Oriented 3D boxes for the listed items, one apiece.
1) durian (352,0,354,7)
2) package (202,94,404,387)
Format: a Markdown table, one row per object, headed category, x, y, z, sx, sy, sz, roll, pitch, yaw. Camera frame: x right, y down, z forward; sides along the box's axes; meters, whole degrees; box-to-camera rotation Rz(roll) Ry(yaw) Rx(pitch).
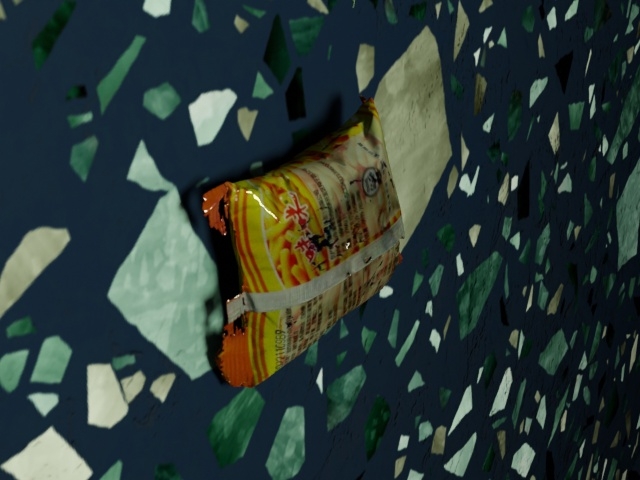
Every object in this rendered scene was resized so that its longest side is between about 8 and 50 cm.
| category | x | y | z | sx | sy | sz | roll | pitch | yaw |
| --- | --- | --- | --- | --- | --- | --- | --- | --- | --- |
| durian | 0.035 | -0.395 | 0.918 | 0.352 | 0.169 | 0.158 | -59 | 172 | 11 |
| package | -0.001 | -0.006 | 1.093 | 0.288 | 0.108 | 0.223 | -40 | 132 | -43 |
